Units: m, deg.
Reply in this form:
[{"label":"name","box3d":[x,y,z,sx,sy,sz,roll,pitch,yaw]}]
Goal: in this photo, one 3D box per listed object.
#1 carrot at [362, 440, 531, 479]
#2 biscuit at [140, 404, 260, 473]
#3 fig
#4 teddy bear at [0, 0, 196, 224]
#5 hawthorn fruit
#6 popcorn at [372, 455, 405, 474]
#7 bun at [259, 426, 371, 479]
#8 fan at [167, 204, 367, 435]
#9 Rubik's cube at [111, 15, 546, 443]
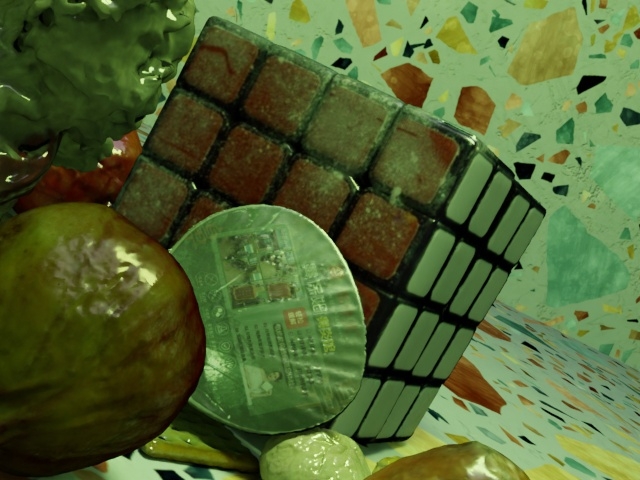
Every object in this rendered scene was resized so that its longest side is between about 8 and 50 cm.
[{"label":"carrot","box3d":[0.025,0.197,0.577,0.159,0.225,0.159,28,13,-7]},{"label":"biscuit","box3d":[-0.161,0.139,1.024,0.139,0.016,0.231,20,11,-44]},{"label":"fig","box3d":[-0.217,0.092,0.748,0.191,0.190,0.290,33,44,27]},{"label":"teddy bear","box3d":[-0.240,-0.099,0.873,0.224,0.368,0.357,62,5,5]},{"label":"hawthorn fruit","box3d":[-0.298,-0.086,1.373,0.251,0.189,0.189,39,12,34]},{"label":"popcorn","box3d":[0.097,0.251,1.098,0.084,0.084,0.084,28,8,-4]},{"label":"bun","box3d":[0.002,0.204,0.979,0.115,0.069,0.115,28,10,-6]},{"label":"fan","box3d":[-0.094,0.052,1.005,0.294,0.223,0.012,17,-28,-1]},{"label":"Rubik's cube","box3d":[0.000,0.000,1.239,0.344,0.343,0.337,31,4,22]}]
